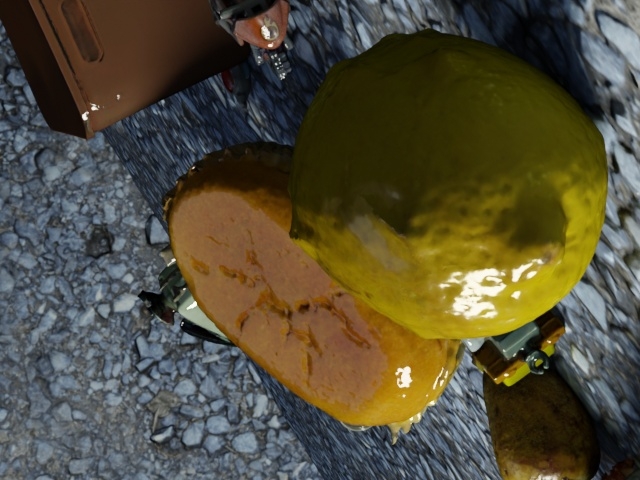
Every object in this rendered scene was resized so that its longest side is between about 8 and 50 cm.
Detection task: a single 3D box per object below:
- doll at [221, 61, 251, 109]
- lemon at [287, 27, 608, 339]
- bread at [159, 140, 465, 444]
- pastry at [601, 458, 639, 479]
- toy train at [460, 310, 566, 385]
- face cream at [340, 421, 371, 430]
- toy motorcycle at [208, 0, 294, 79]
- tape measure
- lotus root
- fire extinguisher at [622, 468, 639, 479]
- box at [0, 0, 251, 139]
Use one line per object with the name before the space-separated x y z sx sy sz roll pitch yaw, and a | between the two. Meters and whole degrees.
doll | -0.110 -0.218 2.179 0.057 0.039 0.114 -36 69 45
lemon | 0.096 -0.042 1.297 0.288 0.233 0.233 35 155 58
bread | -0.010 0.042 1.918 0.389 0.236 0.183 34 -156 10
pastry | 0.304 0.304 1.692 0.115 0.097 0.208 40 160 28
toy train | 0.156 0.058 1.671 0.219 0.089 0.127 50 177 29
face cream | 0.048 0.213 2.580 0.073 0.073 0.283 51 167 29
toy motorcycle | -0.085 -0.274 1.818 0.212 0.084 0.118 61 178 8
tape measure | -0.101 0.053 2.345 0.207 0.235 0.115 41 -172 -47
lotus root | 0.210 0.175 1.719 0.094 0.108 0.190 -51 56 50
fire extinguisher | 0.329 0.359 1.553 0.200 0.113 0.376 25 145 18
box | -0.252 -0.279 2.072 0.239 0.229 0.339 68 167 -12
